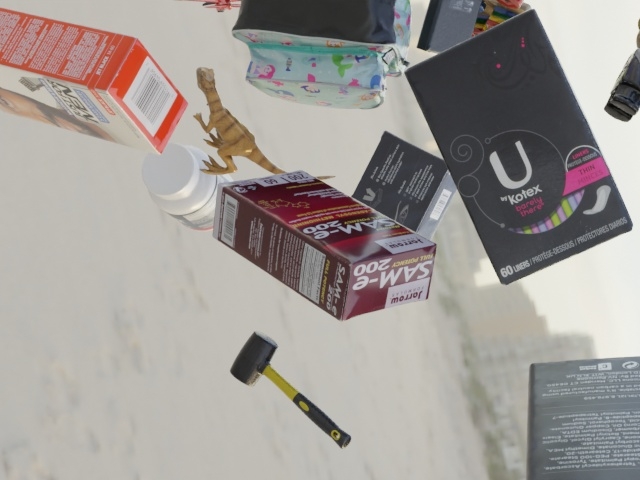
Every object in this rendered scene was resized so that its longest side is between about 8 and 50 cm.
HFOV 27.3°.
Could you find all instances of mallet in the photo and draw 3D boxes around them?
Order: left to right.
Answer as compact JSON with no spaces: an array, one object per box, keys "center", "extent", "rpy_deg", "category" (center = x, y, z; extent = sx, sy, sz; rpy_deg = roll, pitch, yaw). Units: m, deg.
[{"center":[-0.037,0.185,1.527],"extent":[0.190,0.062,0.039],"rpy_deg":[47,14,34],"category":"mallet"}]

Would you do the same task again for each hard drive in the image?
[{"center":[0.186,-0.323,1.821],"extent":[0.094,0.022,0.135],"rpy_deg":[2,107,-48],"category":"hard drive"}]

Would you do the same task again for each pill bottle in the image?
[{"center":[-0.199,-0.084,1.975],"extent":[0.180,0.108,0.108],"rpy_deg":[44,34,-71],"category":"pill bottle"}]

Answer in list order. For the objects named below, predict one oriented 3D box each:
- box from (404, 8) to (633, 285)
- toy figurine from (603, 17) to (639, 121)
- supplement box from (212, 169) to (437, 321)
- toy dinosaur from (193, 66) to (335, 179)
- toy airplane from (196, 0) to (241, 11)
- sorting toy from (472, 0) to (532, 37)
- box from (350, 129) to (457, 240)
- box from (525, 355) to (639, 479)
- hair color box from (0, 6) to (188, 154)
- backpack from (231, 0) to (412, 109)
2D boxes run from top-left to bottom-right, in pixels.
[{"center":[0.230,-0.106,1.512],"extent":[0.270,0.165,0.143],"rpy_deg":[65,11,2],"category":"box"},{"center":[0.468,-0.166,1.569],"extent":[0.209,0.213,0.148],"rpy_deg":[44,70,-39],"category":"toy figurine"},{"center":[0.000,0.000,1.468],"extent":[0.239,0.130,0.073],"rpy_deg":[31,-58,42],"category":"supplement box"},{"center":[-0.097,-0.117,1.628],"extent":[0.211,0.112,0.064],"rpy_deg":[46,52,-12],"category":"toy dinosaur"},{"center":[-0.135,-0.338,1.864],"extent":[0.151,0.151,0.028],"rpy_deg":[-74,162,-81],"category":"toy airplane"},{"center":[0.255,-0.320,1.958],"extent":[0.046,0.132,0.274],"rpy_deg":[-60,157,-7],"category":"sorting toy"},{"center":[0.165,-0.101,2.498],"extent":[0.156,0.158,0.093],"rpy_deg":[-63,155,5],"category":"box"},{"center":[0.423,0.464,1.700],"extent":[0.472,0.297,0.480],"rpy_deg":[-69,154,-68],"category":"box"},{"center":[-0.197,-0.126,1.017],"extent":[0.053,0.167,0.093],"rpy_deg":[-63,149,-17],"category":"hair color box"},{"center":[0.011,-0.271,1.731],"extent":[0.253,0.225,0.191],"rpy_deg":[-24,121,-80],"category":"backpack"}]
